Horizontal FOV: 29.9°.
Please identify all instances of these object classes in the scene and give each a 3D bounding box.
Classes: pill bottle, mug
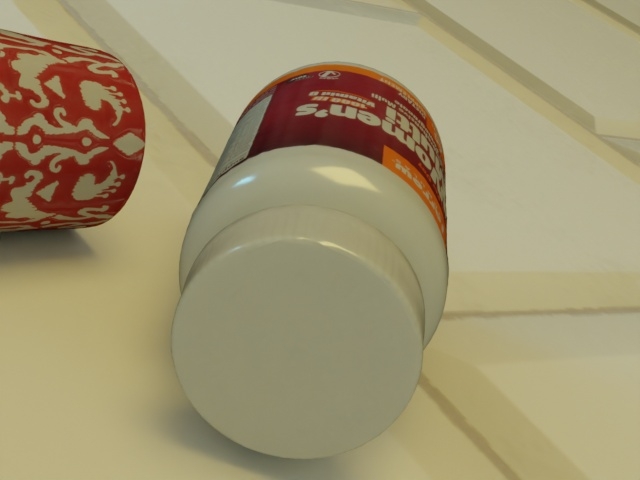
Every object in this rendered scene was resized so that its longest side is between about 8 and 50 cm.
[{"bbox_3d":[0.000,0.000,0.568,0.121,0.121,0.221,20,24,-4],"label":"pill bottle"},{"bbox_3d":[-0.185,-0.063,0.562,0.169,0.113,0.150,0,34,-46],"label":"mug"}]
